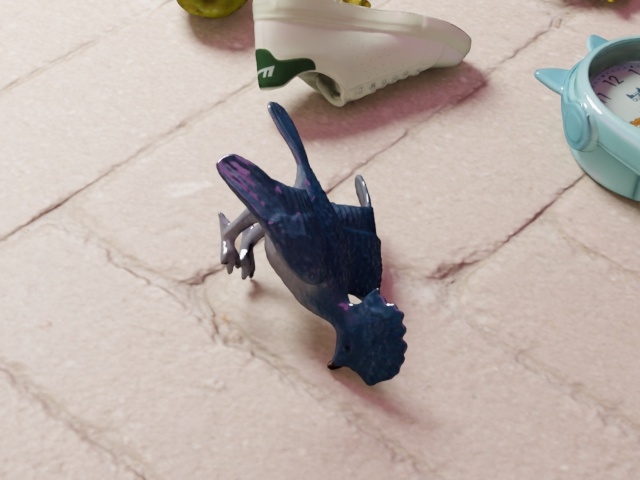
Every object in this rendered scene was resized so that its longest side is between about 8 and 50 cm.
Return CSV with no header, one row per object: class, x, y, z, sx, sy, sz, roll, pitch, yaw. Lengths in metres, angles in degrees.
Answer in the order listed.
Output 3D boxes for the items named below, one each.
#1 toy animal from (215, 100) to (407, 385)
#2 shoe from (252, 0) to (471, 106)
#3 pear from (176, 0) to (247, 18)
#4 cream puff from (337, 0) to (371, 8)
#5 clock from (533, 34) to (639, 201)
toy animal,0.000,0.000,1.342,0.176,0.255,0.239,-2,-4,23
shoe,0.040,-0.192,1.611,0.265,0.110,0.095,8,-2,-30
pear,-0.118,-0.303,1.677,0.107,0.107,0.131,11,46,2
cream puff,0.012,-0.251,1.685,0.083,0.083,0.058,-2,83,-28
clock,0.360,-0.122,1.574,0.274,0.094,0.223,35,48,29
